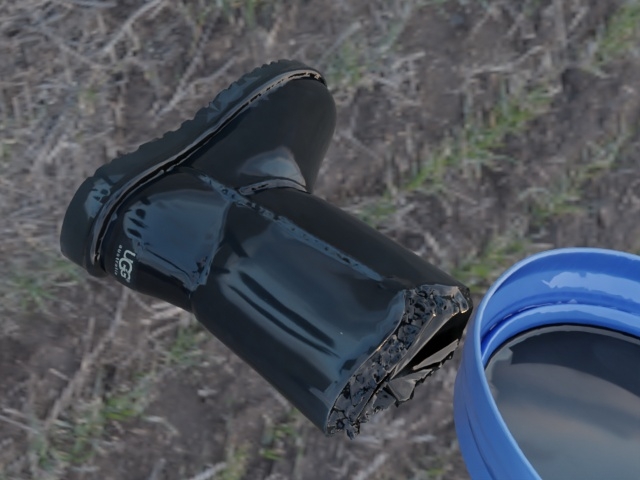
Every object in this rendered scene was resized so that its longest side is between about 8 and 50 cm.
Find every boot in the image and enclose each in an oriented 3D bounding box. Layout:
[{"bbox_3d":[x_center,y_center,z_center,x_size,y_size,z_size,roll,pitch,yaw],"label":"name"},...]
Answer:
[{"bbox_3d":[0.000,0.000,0.800,0.246,0.207,0.094,-37,154,-50],"label":"boot"}]

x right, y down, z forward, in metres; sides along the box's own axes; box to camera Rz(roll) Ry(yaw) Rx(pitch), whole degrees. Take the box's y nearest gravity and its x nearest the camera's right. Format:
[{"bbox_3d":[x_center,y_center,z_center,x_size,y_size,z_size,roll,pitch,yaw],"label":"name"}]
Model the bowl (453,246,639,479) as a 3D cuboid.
[{"bbox_3d":[0.281,0.166,1.067,0.391,0.391,0.077,-6,137,-38],"label":"bowl"}]
